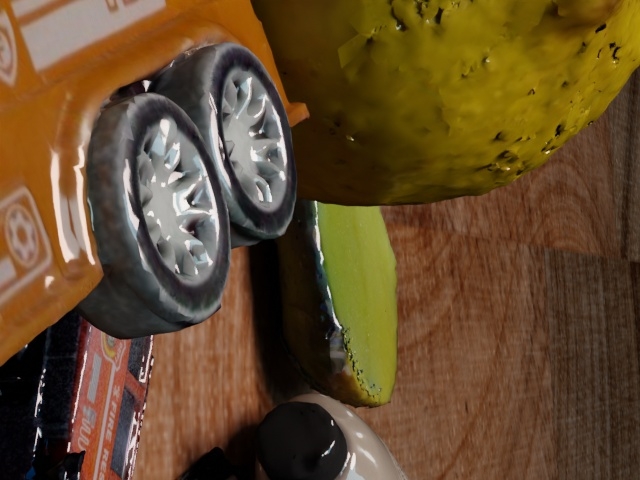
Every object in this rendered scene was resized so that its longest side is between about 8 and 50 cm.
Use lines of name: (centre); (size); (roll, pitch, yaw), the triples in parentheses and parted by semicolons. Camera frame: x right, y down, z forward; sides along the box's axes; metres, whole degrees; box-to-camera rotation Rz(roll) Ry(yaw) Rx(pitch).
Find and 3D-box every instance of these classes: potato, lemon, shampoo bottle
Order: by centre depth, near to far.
lemon: (0.009, -0.141, 0.714); (0.257, 0.310, 0.258); (-7, 104, -32)
shampoo bottle: (0.020, 0.158, 0.909); (0.257, 0.078, 0.127); (66, 5, -55)
potato: (0.000, 0.000, 0.954); (0.119, 0.054, 0.198); (-22, 102, -67)

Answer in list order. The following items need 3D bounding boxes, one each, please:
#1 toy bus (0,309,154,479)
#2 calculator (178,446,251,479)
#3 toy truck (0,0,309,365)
toy bus: (-0.107, 0.062, 0.657); (0.096, 0.073, 0.235); (65, 28, -60)
calculator: (-0.050, 0.255, 0.813); (0.165, 0.028, 0.274); (-33, 114, -62)
toy truck: (-0.151, -0.041, 0.433); (0.387, 0.173, 0.207); (-47, 123, -65)
